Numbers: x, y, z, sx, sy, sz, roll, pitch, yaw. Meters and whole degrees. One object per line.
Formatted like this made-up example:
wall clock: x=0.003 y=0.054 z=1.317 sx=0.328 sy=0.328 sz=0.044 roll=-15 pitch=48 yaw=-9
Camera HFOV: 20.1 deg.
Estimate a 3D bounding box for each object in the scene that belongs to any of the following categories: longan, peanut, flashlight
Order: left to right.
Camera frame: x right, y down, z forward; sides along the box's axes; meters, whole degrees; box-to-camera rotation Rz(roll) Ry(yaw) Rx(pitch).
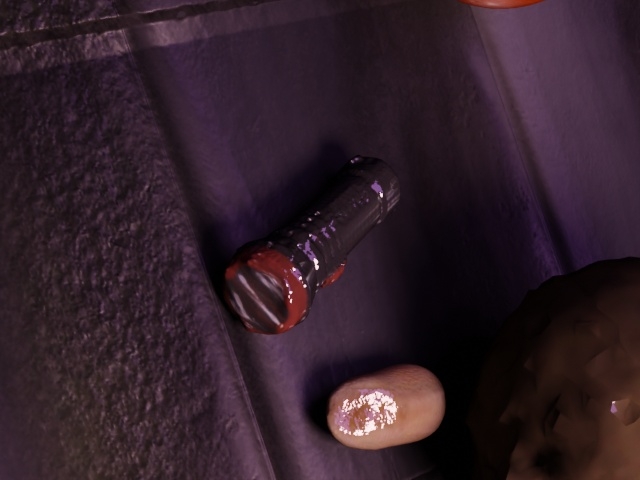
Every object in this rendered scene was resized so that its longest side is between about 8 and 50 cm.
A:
flashlight: x=0.000 y=0.000 z=1.705 sx=0.232 sy=0.093 sz=0.093 roll=-41 pitch=104 yaw=-46
peanut: x=0.061 y=0.159 z=1.714 sx=0.152 sy=0.076 sz=0.076 roll=-6 pitch=79 yaw=-46
longan: x=0.315 y=0.207 z=1.732 sx=0.391 sy=0.391 sz=0.391 roll=16 pitch=65 yaw=-39

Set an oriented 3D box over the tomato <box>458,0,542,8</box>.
tomato: x=0.185 y=-0.370 z=1.908 sx=0.256 sy=0.224 sz=0.256 roll=21 pitch=60 yaw=-41
